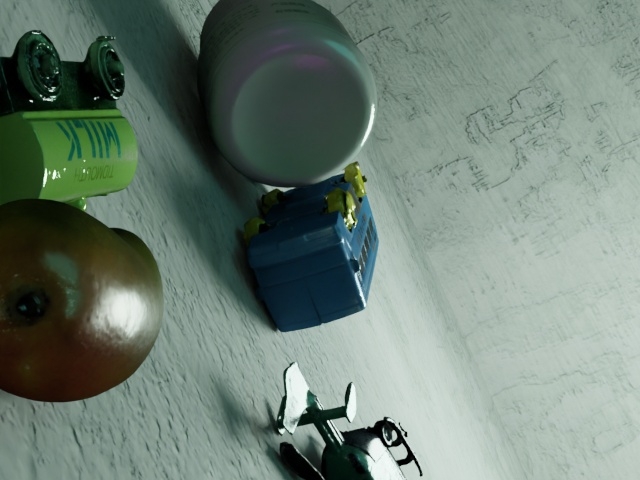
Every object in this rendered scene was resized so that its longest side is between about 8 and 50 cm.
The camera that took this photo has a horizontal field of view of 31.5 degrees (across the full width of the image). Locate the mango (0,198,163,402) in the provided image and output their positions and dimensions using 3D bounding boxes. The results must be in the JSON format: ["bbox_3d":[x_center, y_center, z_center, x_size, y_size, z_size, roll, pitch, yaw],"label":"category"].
[{"bbox_3d":[-0.185,0.047,0.840,0.146,0.129,0.289,57,7,13],"label":"mango"}]

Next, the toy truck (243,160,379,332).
[{"bbox_3d":[0.000,0.000,1.641,0.385,0.161,0.162,-68,140,-75],"label":"toy truck"}]

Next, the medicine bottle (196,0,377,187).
[{"bbox_3d":[-0.062,-0.240,1.660,0.241,0.241,0.302,56,6,-32],"label":"medicine bottle"}]

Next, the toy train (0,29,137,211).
[{"bbox_3d":[-0.237,-0.097,1.009,0.253,0.105,0.157,-32,109,-76],"label":"toy train"}]

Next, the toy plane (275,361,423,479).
[{"bbox_3d":[0.040,0.279,1.391,0.155,0.106,0.382,-81,150,-50],"label":"toy plane"}]
